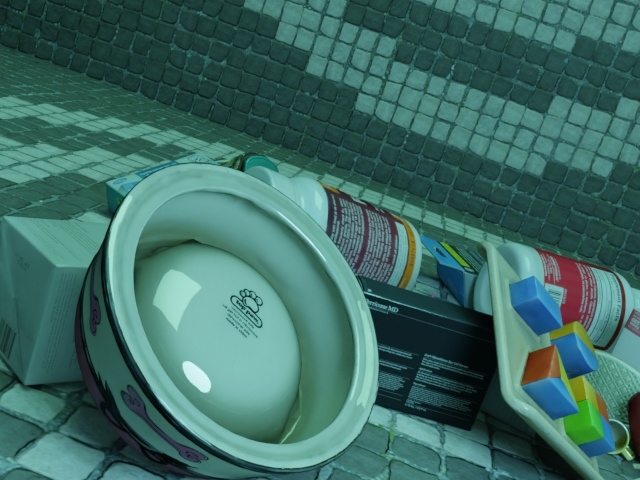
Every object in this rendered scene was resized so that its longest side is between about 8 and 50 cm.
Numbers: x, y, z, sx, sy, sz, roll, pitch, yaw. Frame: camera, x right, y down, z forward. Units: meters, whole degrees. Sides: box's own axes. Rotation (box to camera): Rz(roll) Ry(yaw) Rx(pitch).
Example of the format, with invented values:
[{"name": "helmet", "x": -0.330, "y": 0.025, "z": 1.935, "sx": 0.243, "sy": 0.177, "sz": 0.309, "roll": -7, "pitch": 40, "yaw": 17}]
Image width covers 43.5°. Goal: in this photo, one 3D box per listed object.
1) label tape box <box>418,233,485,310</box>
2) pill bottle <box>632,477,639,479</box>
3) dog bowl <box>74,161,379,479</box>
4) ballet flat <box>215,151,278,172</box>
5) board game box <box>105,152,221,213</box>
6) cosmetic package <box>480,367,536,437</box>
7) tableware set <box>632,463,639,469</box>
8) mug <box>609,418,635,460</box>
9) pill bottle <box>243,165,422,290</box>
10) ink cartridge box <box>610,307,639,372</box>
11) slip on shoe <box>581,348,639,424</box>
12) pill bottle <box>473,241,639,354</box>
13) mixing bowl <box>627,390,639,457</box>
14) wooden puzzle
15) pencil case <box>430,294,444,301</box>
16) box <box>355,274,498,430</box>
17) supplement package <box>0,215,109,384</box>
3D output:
[{"name": "label tape box", "x": 0.413, "y": 0.105, "z": 2.140, "sx": 0.334, "sy": 0.105, "sz": 0.240, "roll": 15, "pitch": 15, "yaw": -15}, {"name": "pill bottle", "x": 0.395, "y": 0.410, "z": 0.807, "sx": 0.204, "sy": 0.204, "sz": 0.361, "roll": 20, "pitch": 14, "yaw": 3}, {"name": "dog bowl", "x": -0.121, "y": 0.112, "z": 1.010, "sx": 0.408, "sy": 0.150, "sz": 0.407, "roll": 28, "pitch": 43, "yaw": -30}, {"name": "ballet flat", "x": -0.256, "y": -0.154, "z": 2.177, "sx": 0.182, "sy": 0.163, "sz": 0.483, "roll": 6, "pitch": 14, "yaw": 11}, {"name": "board game box", "x": -0.277, "y": -0.074, "z": 1.778, "sx": 0.254, "sy": 0.079, "sz": 0.336, "roll": -24, "pitch": 39, "yaw": -35}, {"name": "cosmetic package", "x": 0.318, "y": 0.252, "z": 1.492, "sx": 0.238, "sy": 0.107, "sz": 0.127, "roll": 28, "pitch": 19, "yaw": 19}, {"name": "tableware set", "x": 0.613, "y": 0.436, "z": 1.327, "sx": 0.194, "sy": 0.039, "sz": 0.128, "roll": 10, "pitch": 28, "yaw": -11}, {"name": "mug", "x": 0.542, "y": 0.365, "z": 1.482, "sx": 0.062, "sy": 0.078, "sz": 0.064, "roll": -10, "pitch": -9, "yaw": 27}, {"name": "pill bottle", "x": 0.000, "y": 0.000, "z": 1.648, "sx": 0.392, "sy": 0.224, "sz": 0.224, "roll": 21, "pitch": 11, "yaw": -36}, {"name": "ink cartridge box", "x": 0.694, "y": 0.262, "z": 1.703, "sx": 0.159, "sy": 0.217, "sz": 0.092, "roll": 9, "pitch": 17, "yaw": -35}, {"name": "slip on shoe", "x": 0.554, "y": 0.280, "z": 1.656, "sx": 0.101, "sy": 0.123, "sz": 0.331, "roll": 17, "pitch": 3, "yaw": -42}, {"name": "pill bottle", "x": 0.598, "y": 0.159, "z": 1.940, "sx": 0.408, "sy": 0.228, "sz": 0.229, "roll": 15, "pitch": 15, "yaw": -17}, {"name": "mixing bowl", "x": 0.634, "y": 0.359, "z": 1.439, "sx": 0.182, "sy": 0.181, "sz": 0.098, "roll": 23, "pitch": 53, "yaw": 14}, {"name": "wooden puzzle", "x": 0.380, "y": 0.196, "z": 1.304, "sx": 0.322, "sy": 0.081, "sz": 0.347, "roll": 43, "pitch": 30, "yaw": -33}, {"name": "pencil case", "x": 0.324, "y": 0.205, "z": 1.681, "sx": 0.237, "sy": 0.104, "sz": 0.104, "roll": 23, "pitch": 15, "yaw": 12}, {"name": "box", "x": 0.157, "y": 0.188, "z": 1.355, "sx": 0.261, "sy": 0.184, "sz": 0.103, "roll": 18, "pitch": 15, "yaw": -9}, {"name": "supplement package", "x": -0.303, "y": 0.084, "z": 1.159, "sx": 0.293, "sy": 0.175, "sz": 0.178, "roll": 4, "pitch": 19, "yaw": -45}]
